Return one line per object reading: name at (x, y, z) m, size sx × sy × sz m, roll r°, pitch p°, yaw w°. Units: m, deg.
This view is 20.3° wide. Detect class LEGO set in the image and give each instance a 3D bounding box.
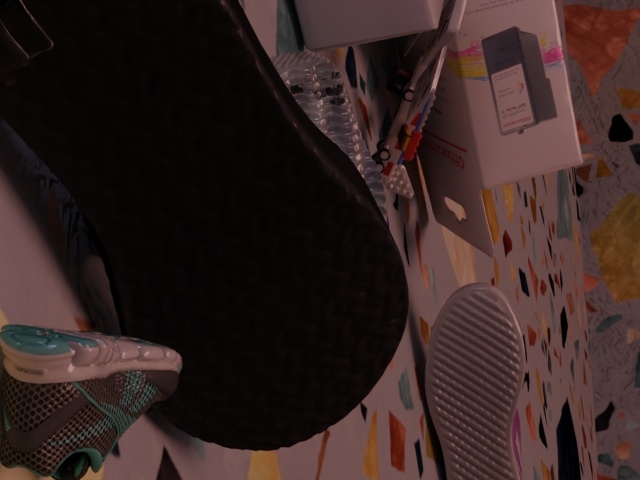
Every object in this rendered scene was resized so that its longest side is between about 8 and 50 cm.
LEGO set at (0.106, -0.157, 1.680) m, size 0.244 × 0.060 × 0.182 m, roll 128°, pitch -19°, yaw -65°

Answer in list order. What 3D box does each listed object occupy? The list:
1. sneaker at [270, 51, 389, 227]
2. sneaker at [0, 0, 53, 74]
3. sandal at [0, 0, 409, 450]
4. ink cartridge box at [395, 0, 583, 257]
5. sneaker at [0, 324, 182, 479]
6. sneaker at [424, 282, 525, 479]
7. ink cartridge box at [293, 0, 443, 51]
sneaker at (0.001, 0.000, 1.244) m, size 0.293 × 0.102 × 0.146 m, roll -95°, pitch 174°, yaw -53°
sneaker at (-0.173, -0.148, 0.726) m, size 0.051 × 0.089 × 0.170 m, roll -58°, pitch 138°, yaw -68°
sandal at (-0.065, -0.044, 0.973) m, size 0.445 × 0.168 × 0.107 m, roll 67°, pitch 3°, yaw -46°
ink cartridge box at (0.165, -0.179, 1.846) m, size 0.207 × 0.119 × 0.353 m, roll -140°, pitch -144°, yaw -70°
sneaker at (-0.120, 0.083, 0.899) m, size 0.166 × 0.065 × 0.076 m, roll 15°, pitch 84°, yaw -71°
sneaker at (0.164, 0.156, 1.877) m, size 0.161 × 0.102 × 0.282 m, roll -71°, pitch 161°, yaw -67°
ink cartridge box at (0.025, -0.336, 1.526) m, size 0.211 × 0.122 × 0.289 m, roll -73°, pitch 152°, yaw -59°
